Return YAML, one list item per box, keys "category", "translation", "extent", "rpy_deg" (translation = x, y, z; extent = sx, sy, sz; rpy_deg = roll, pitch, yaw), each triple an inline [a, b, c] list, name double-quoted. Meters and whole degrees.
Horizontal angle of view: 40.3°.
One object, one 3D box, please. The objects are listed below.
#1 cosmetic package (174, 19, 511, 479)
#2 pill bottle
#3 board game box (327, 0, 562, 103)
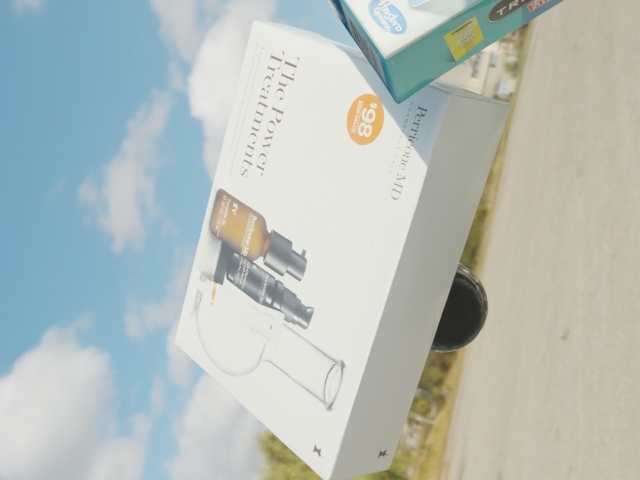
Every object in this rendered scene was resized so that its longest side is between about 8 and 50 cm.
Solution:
- category: "cosmetic package"
  translation: [0.000, 0.000, 0.873]
  extent: [0.097, 0.284, 0.377]
  rpy_deg: [0, -68, -44]
- category: "pill bottle"
  translation: [0.160, 0.083, 1.184]
  extent: [0.219, 0.123, 0.123]
  rpy_deg: [-57, -20, -86]
- category: "board game box"
  translation: [0.133, -0.303, 0.680]
  extent: [0.336, 0.254, 0.079]
  rpy_deg: [-32, -20, 1]
